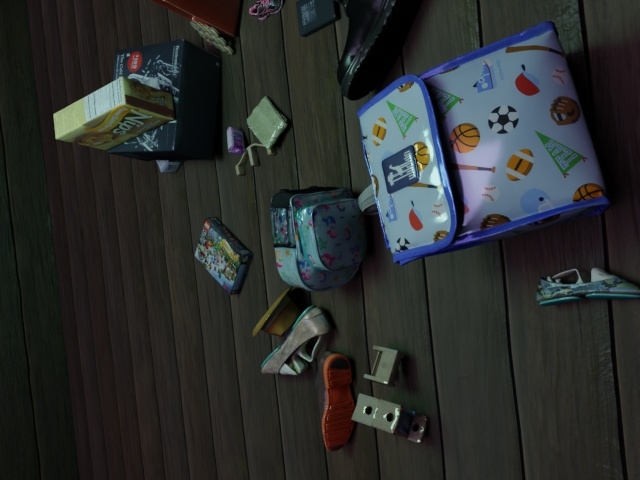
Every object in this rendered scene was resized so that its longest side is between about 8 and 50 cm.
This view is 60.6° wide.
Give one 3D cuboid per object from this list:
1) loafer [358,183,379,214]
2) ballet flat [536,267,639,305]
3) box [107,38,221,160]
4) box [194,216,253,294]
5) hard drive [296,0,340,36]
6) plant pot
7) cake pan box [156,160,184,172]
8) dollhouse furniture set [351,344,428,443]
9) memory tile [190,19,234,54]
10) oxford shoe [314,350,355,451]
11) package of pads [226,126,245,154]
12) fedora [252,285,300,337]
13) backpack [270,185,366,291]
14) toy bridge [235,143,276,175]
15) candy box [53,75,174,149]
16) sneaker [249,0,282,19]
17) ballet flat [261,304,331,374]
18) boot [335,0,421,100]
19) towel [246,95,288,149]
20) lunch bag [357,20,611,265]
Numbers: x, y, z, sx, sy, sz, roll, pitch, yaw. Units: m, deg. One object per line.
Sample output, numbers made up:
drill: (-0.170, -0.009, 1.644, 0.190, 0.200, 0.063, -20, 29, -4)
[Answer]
loafer: (0.215, -0.101, 1.216, 0.319, 0.112, 0.112, -18, 74, 44)
ballet flat: (0.486, 0.081, 1.003, 0.188, 0.070, 0.070, -11, 87, 42)
box: (-0.508, -0.439, 1.776, 0.312, 0.179, 0.343, 4, 89, 30)
box: (-0.326, 0.048, 1.825, 0.233, 0.044, 0.159, 41, 122, 34)
hard drive: (-0.008, -0.605, 1.440, 0.135, 0.022, 0.094, -7, 90, 46)
plant pot: (-0.385, -0.801, 1.648, 0.267, 0.267, 0.236, 33, 105, 38)
cake pan box: (-0.540, -0.411, 1.968, 0.246, 0.070, 0.267, -45, 64, 40)
dollhouse furniture set: (0.186, 0.370, 1.321, 0.129, 0.129, 0.184, 3, 68, 44)
memory tile: (-0.340, -0.636, 1.717, 0.148, 0.113, 0.012, 34, 83, 38)
oxford shoe: (0.034, 0.433, 1.494, 0.098, 0.096, 0.272, -171, 82, -64)
package of pads: (-0.263, -0.309, 1.698, 0.032, 0.050, 0.083, -41, 48, 45)
fedora: (-0.114, 0.218, 1.559, 0.079, 0.194, 0.194, 38, 125, 2)
backpack: (0.000, 0.000, 1.368, 0.191, 0.225, 0.254, 14, 108, 49)
toy bridge: (-0.205, -0.259, 1.680, 0.188, 0.026, 0.063, -22, 77, 44)
candy box: (-0.612, -0.367, 1.623, 0.316, 0.183, 0.088, -15, 80, 30)
sneaker: (-0.157, -0.668, 1.559, 0.119, 0.057, 0.047, -17, 81, 44)
ballet flat: (-0.069, 0.318, 1.563, 0.106, 0.107, 0.316, 48, 127, 18)
boot: (0.077, -0.532, 1.283, 0.260, 0.131, 0.348, 38, 110, 28)
towel: (-0.158, -0.344, 1.604, 0.110, 0.027, 0.148, -52, 55, 22)
lunch bag: (0.272, -0.151, 0.995, 0.385, 0.239, 0.328, -15, 81, 23)
